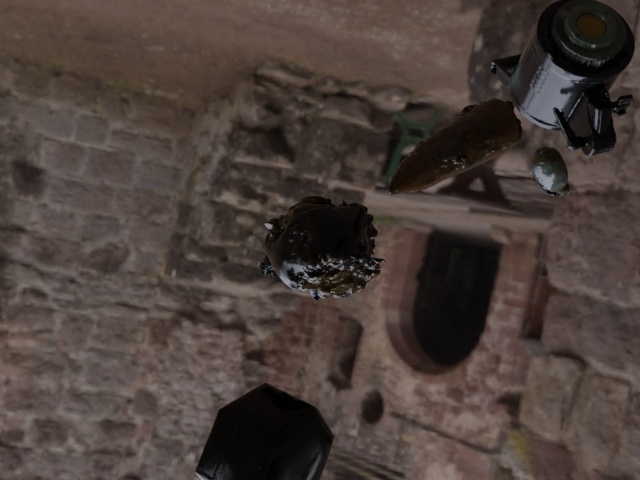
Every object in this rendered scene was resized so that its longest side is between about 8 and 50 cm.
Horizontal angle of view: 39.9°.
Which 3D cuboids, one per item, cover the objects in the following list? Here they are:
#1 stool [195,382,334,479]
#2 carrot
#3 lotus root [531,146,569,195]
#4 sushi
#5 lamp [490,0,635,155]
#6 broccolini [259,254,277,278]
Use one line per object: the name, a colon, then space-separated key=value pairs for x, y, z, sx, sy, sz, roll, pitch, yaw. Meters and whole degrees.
stool: x=-0.093 y=0.372 z=1.524 sx=0.141 sy=0.232 sz=0.232 roll=20 pitch=-175 yaw=35
carrot: x=0.204 y=-0.136 z=1.404 sx=0.263 sy=0.102 sz=0.102 roll=-31 pitch=-160 yaw=-25
lotus root: x=0.574 y=-0.167 z=2.193 sx=0.088 sy=0.088 sz=0.165 roll=11 pitch=146 yaw=41
sushi: x=0.004 y=0.002 z=1.729 sx=0.213 sy=0.204 sz=0.200 roll=-31 pitch=146 yaw=31
lamp: x=0.523 y=-0.382 z=1.858 sx=0.205 sy=0.272 sz=0.374 roll=-14 pitch=-132 yaw=-12
broccolini: x=-0.060 y=0.085 z=2.293 sx=0.201 sy=0.058 sz=0.074 roll=19 pitch=160 yaw=-2
